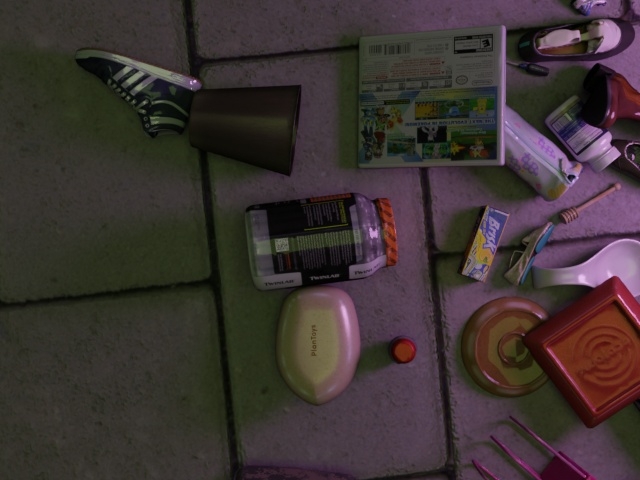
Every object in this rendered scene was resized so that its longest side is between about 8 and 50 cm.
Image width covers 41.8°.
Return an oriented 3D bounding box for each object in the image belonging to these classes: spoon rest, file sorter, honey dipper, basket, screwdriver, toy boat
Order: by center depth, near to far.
[{"bbox_3d":[-0.166,-0.253,1.844,0.227,0.154,0.204,7,100,1],"label":"basket"},{"bbox_3d":[0.416,0.558,1.854,0.182,0.202,0.290,39,89,-1],"label":"file sorter"},{"bbox_3d":[0.059,0.238,1.875,0.318,0.148,0.267,4,86,5],"label":"toy boat"},{"bbox_3d":[0.630,0.073,1.917,0.276,0.084,0.137,-7,91,-2],"label":"spoon rest"},{"bbox_3d":[0.443,-0.405,1.936,0.170,0.024,0.025,11,119,3],"label":"screwdriver"},{"bbox_3d":[0.627,-0.088,1.944,0.161,0.030,0.030,-29,92,-6],"label":"honey dipper"}]

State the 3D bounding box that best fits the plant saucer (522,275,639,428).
[{"bbox_3d":[0.631,0.254,1.869,0.258,0.048,0.259,-37,88,11],"label":"plant saucer"}]

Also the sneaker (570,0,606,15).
[{"bbox_3d":[0.642,-0.571,1.931,0.135,0.052,0.058,-41,102,6],"label":"sneaker"}]

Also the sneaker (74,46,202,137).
[{"bbox_3d":[-0.417,-0.320,1.853,0.282,0.099,0.153,16,88,-6],"label":"sneaker"}]

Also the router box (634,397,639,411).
[{"bbox_3d":[0.882,0.331,1.933,0.309,0.081,0.243,-35,92,-2],"label":"router box"}]

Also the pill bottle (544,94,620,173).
[{"bbox_3d":[0.594,-0.236,1.894,0.094,0.094,0.169,-39,84,-2],"label":"pill bottle"}]

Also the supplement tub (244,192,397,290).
[{"bbox_3d":[0.000,0.000,1.830,0.316,0.193,0.193,-7,91,-2],"label":"supplement tub"}]

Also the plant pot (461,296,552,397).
[{"bbox_3d":[0.444,0.248,1.936,0.236,0.032,0.236,0,91,-4],"label":"plant pot"}]

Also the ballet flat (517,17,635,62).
[{"bbox_3d":[0.591,-0.452,1.901,0.281,0.096,0.095,-11,90,-3],"label":"ballet flat"}]

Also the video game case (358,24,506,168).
[{"bbox_3d":[0.242,-0.311,1.851,0.329,0.036,0.299,1,91,22],"label":"video game case"}]

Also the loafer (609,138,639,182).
[{"bbox_3d":[0.775,-0.161,1.918,0.251,0.087,0.094,20,90,-3],"label":"loafer"}]

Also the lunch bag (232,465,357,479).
[{"bbox_3d":[-0.056,0.658,1.838,0.305,0.212,0.256,3,107,-2],"label":"lunch bag"}]

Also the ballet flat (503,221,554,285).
[{"bbox_3d":[0.475,0.023,1.925,0.052,0.057,0.168,29,87,25],"label":"ballet flat"}]

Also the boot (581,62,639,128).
[{"bbox_3d":[0.715,-0.262,1.849,0.280,0.264,0.096,29,118,-2],"label":"boot"}]

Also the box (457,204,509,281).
[{"bbox_3d":[0.372,0.007,1.918,0.059,0.054,0.168,20,89,-3],"label":"box"}]

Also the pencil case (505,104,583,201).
[{"bbox_3d":[0.454,-0.205,1.884,0.273,0.124,0.113,39,102,-2],"label":"pencil case"}]
